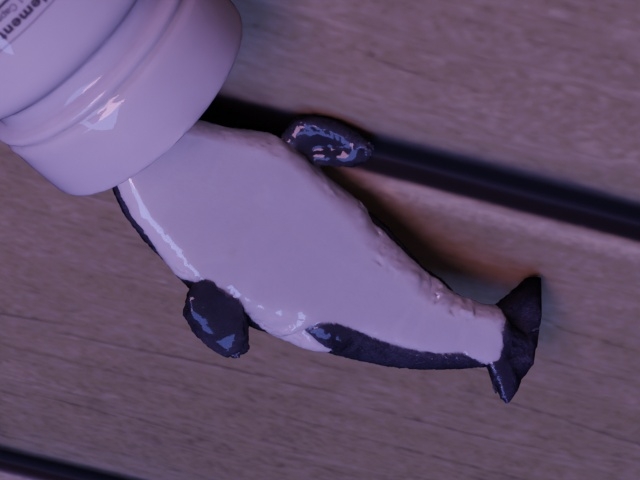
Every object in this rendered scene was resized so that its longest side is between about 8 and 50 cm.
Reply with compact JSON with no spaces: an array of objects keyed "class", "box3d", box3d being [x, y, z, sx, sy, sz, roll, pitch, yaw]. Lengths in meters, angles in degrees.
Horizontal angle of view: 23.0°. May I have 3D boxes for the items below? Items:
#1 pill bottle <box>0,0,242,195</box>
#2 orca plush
[{"class":"pill bottle","box3d":[-0.178,-0.158,0.749,0.160,0.160,0.283,-22,129,33]},{"class":"orca plush","box3d":[0.000,0.000,0.971,0.287,0.102,0.151,12,95,-15]}]
